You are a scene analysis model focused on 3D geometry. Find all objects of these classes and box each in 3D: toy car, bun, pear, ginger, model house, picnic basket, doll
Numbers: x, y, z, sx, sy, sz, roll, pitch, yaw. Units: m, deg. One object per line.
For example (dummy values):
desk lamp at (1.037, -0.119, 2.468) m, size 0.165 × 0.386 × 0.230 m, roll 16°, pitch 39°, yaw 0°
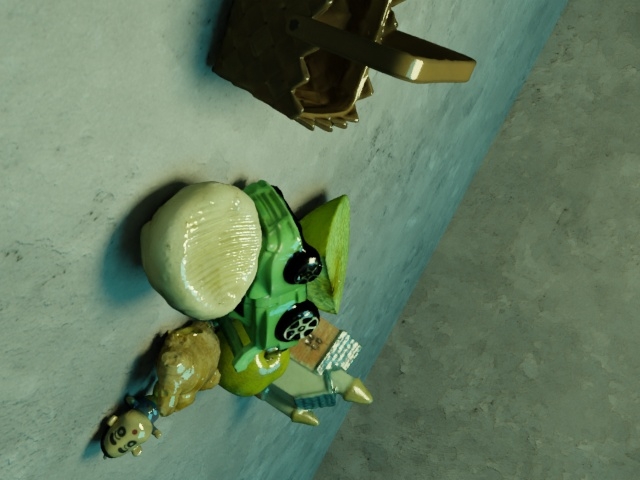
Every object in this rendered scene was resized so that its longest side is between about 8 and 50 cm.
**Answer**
toy car at (-0.114, 0.070, 1.317) m, size 0.176 × 0.213 × 0.359 m, roll -18°, pitch 142°, yaw -18°
bun at (-0.195, 0.015, 1.104) m, size 0.231 × 0.133 × 0.231 m, roll -18°, pitch 111°, yaw -58°
pear at (-0.003, 0.001, 1.611) m, size 0.288 × 0.139 × 0.239 m, roll 78°, pitch 30°, yaw -58°
ginger at (-0.244, 0.230, 1.330) m, size 0.216 × 0.102 × 0.157 m, roll -39°, pitch 128°, yaw -70°
model house at (-0.009, 0.329, 1.766) m, size 0.267 × 0.325 × 0.194 m, roll -52°, pitch 158°, yaw -22°
pear at (-0.140, 0.244, 1.486) m, size 0.180 × 0.216 × 0.166 m, roll -16°, pitch 95°, yaw -37°
picnic basket at (0.043, -0.296, 0.992) m, size 0.254 × 0.321 × 0.291 m, roll -19°, pitch 133°, yaw -58°
doll at (-0.335, 0.333, 1.304) m, size 0.089 × 0.102 × 0.179 m, roll -21°, pitch -160°, yaw 50°
